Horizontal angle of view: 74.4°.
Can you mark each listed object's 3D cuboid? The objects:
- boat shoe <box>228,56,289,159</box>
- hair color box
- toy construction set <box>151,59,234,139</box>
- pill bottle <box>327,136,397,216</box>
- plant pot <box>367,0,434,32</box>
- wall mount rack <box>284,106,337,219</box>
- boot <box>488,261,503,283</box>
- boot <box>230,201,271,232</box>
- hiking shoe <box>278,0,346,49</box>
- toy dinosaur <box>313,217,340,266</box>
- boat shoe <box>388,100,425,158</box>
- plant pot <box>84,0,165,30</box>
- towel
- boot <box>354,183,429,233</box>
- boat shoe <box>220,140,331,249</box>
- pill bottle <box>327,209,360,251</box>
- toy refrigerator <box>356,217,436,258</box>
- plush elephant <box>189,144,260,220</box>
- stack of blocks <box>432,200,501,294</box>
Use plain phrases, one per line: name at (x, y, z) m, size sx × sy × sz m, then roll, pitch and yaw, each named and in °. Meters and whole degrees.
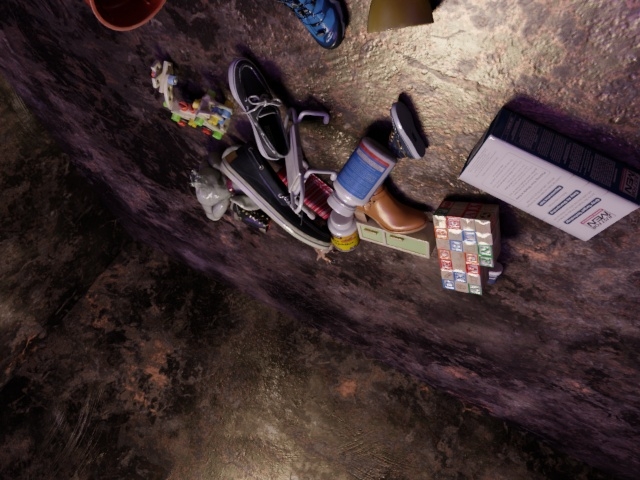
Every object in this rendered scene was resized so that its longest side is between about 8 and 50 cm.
boat shoe at (-0.172, -0.383, 1.232) m, size 0.105 × 0.113 × 0.306 m, roll 14°, pitch 124°, yaw 61°
hair color box at (0.534, -0.152, 1.000) m, size 0.347 × 0.105 × 0.174 m, roll 28°, pitch 154°, yaw 6°
toy construction set at (-0.434, -0.458, 1.426) m, size 0.328 × 0.151 × 0.215 m, roll 35°, pitch 179°, yaw 9°
pill bottle at (0.115, -0.182, 1.247) m, size 0.124 × 0.124 × 0.221 m, roll 34°, pitch 114°, yaw -6°
plant pot at (0.156, -0.473, 0.837) m, size 0.134 × 0.134 × 0.095 m, roll 11°, pitch 121°, yaw 35°
wall mount rack at (-0.047, -0.227, 1.328) m, size 0.130 × 0.350 × 0.304 m, roll 1°, pitch 158°, yaw -19°
boot at (0.529, 0.097, 1.473) m, size 0.190 × 0.069 × 0.086 m, roll 20°, pitch 146°, yaw 20°
boot at (-0.317, -0.128, 1.951) m, size 0.179 × 0.085 × 0.236 m, roll 26°, pitch 160°, yaw 5°
hiking shoe at (-0.057, -0.538, 0.914) m, size 0.113 × 0.132 × 0.304 m, roll 2°, pitch 142°, yaw 44°
toy dinosaur at (0.000, 0.000, 1.812) m, size 0.200 × 0.127 × 0.295 m, roll 39°, pitch 166°, yaw 0°
boat shoe at (0.212, -0.289, 1.142) m, size 0.083 × 0.065 × 0.183 m, roll 3°, pitch 143°, yaw 41°
plant pot at (-0.538, -0.709, 1.008) m, size 0.265 × 0.272 × 0.272 m, roll 40°, pitch 153°, yaw 1°
towel at (-0.043, -0.190, 1.618) m, size 0.275 × 0.031 × 0.199 m, roll 38°, pitch 154°, yaw -14°
boot at (0.209, -0.143, 1.380) m, size 0.283 × 0.109 × 0.220 m, roll 21°, pitch 149°, yaw 35°
boat shoe at (-0.128, -0.154, 1.517) m, size 0.500 × 0.156 × 0.187 m, roll 43°, pitch -173°, yaw -14°
pill bottle at (0.090, -0.047, 1.599) m, size 0.117 × 0.117 × 0.215 m, roll 22°, pitch 161°, yaw 17°
toy refrigerator at (0.270, -0.028, 1.500) m, size 0.269 × 0.094 × 0.102 m, roll 18°, pitch 151°, yaw 25°
plush elephant at (-0.345, -0.224, 1.650) m, size 0.255 × 0.271 × 0.330 m, roll -2°, pitch 180°, yaw -4°
stack of blocks at (0.465, 0.028, 1.320) m, size 0.171 × 0.087 × 0.297 m, roll 9°, pitch 131°, yaw 36°
